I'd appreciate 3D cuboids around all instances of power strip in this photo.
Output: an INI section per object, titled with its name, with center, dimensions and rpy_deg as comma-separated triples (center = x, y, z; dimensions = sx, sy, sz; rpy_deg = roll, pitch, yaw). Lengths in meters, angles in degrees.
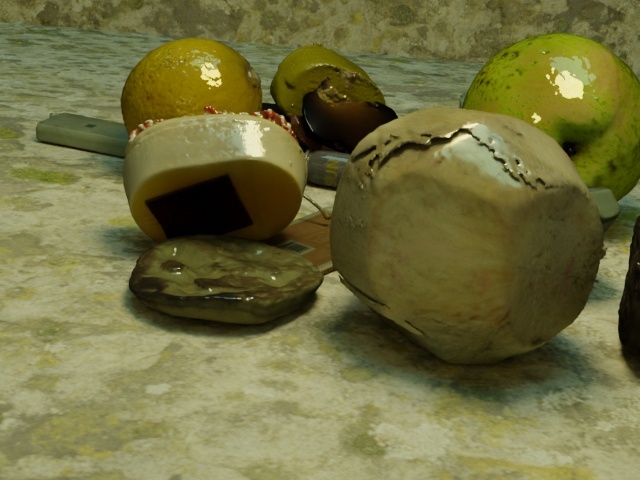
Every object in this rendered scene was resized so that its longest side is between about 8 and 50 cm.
[power strip]
center = -0.482, -0.227, 2.023
dimensions = 0.270, 0.046, 0.118
rpy_deg = 12, 23, 14

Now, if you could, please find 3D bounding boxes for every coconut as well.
[coconut]
center = 0.181, -0.014, 1.250
dimensions = 0.352, 0.353, 0.353
rpy_deg = 5, 20, -2

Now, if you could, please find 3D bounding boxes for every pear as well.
[pear]
center = 0.461, -0.212, 1.812
dimensions = 0.390, 0.391, 0.391
rpy_deg = 5, 20, -2

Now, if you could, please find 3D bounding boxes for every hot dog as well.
[hot dog]
center = 0.042, -0.233, 2.026
dimensions = 0.326, 0.107, 0.194
rpy_deg = 14, 49, -42

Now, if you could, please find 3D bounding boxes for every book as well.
[book]
center = 0.000, 0.001, 1.573
dimensions = 0.170, 0.018, 0.241
rpy_deg = 20, 25, 33

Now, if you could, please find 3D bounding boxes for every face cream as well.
[face cream]
center = 0.077, -0.134, 1.884
dimensions = 0.283, 0.073, 0.073
rpy_deg = 11, 20, 13

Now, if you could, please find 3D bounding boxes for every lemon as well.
[lemon]
center = -0.252, -0.261, 1.846
dimensions = 0.293, 0.293, 0.293
rpy_deg = 5, 20, -2

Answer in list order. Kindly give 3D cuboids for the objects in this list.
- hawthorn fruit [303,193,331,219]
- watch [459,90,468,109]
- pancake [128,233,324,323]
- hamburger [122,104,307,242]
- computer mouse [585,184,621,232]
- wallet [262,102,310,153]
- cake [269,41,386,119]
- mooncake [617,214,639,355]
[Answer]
[hawthorn fruit]
center = -0.111, -0.112, 1.647
dimensions = 0.285, 0.165, 0.165
rpy_deg = 17, 23, 22
[watch]
center = 0.487, -0.340, 2.469
dimensions = 0.241, 0.162, 0.253
rpy_deg = -6, 21, -10
[pancake]
center = -0.136, 0.054, 1.347
dimensions = 0.294, 0.050, 0.294
rpy_deg = 5, 16, -1
[hamburger]
center = -0.166, -0.098, 1.489
dimensions = 0.295, 0.227, 0.151
rpy_deg = -7, 42, -3
[computer mouse]
center = 0.260, -0.015, 1.516
dimensions = 0.428, 0.146, 0.228
rpy_deg = 1, 10, 17
[wallet]
center = -0.141, -0.249, 2.163
dimensions = 0.228, 0.062, 0.406
rpy_deg = 5, 21, -4
[cake]
center = 0.019, -0.333, 2.148
dimensions = 0.260, 0.179, 0.156
rpy_deg = 29, 16, -32
[mooncake]
center = 0.471, 0.053, 1.263
dimensions = 0.124, 0.228, 0.228
rpy_deg = 5, 19, 15
